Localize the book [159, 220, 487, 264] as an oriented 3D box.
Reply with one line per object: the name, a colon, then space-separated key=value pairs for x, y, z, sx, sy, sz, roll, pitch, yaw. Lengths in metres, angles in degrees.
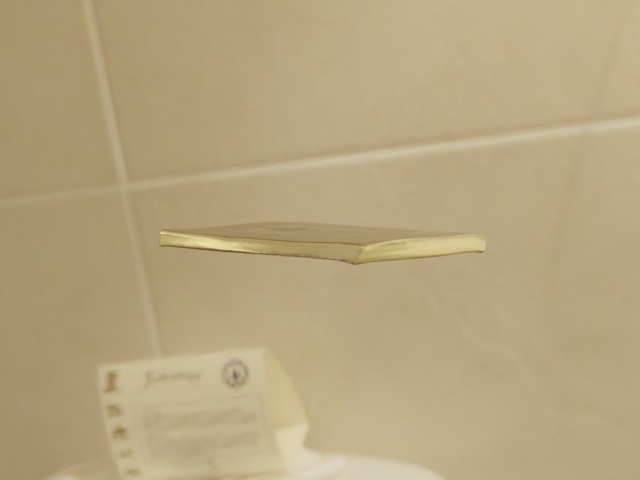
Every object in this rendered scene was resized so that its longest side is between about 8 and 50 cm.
book: x=0.000 y=0.000 z=0.958 sx=0.198 sy=0.016 sz=0.138 roll=4 pitch=6 yaw=43
